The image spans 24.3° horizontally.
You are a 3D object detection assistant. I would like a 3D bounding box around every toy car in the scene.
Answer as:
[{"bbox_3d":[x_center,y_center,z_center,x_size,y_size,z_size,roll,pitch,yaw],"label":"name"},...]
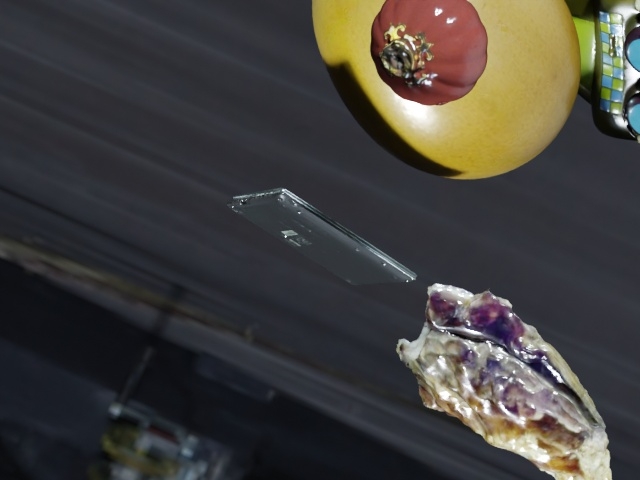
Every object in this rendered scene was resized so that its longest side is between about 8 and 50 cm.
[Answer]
[{"bbox_3d":[0.360,-0.234,1.720,0.204,0.198,0.248,-42,-45,-37],"label":"toy car"}]

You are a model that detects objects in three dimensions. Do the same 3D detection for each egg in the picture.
[{"bbox_3d":[0.130,-0.209,1.561,0.250,0.322,0.250,-34,27,20],"label":"egg"}]

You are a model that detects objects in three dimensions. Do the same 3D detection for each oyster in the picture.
[{"bbox_3d":[0.208,0.181,1.710,0.100,0.271,0.275,-51,-33,-28],"label":"oyster"}]

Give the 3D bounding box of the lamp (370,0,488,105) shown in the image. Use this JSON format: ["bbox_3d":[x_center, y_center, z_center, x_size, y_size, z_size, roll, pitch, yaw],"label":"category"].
[{"bbox_3d":[0.087,-0.157,1.196,0.090,0.101,0.101,-36,-21,-45],"label":"lamp"}]

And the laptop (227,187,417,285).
[{"bbox_3d":[0.000,0.000,1.539,0.129,0.180,0.016,-6,55,62],"label":"laptop"}]
